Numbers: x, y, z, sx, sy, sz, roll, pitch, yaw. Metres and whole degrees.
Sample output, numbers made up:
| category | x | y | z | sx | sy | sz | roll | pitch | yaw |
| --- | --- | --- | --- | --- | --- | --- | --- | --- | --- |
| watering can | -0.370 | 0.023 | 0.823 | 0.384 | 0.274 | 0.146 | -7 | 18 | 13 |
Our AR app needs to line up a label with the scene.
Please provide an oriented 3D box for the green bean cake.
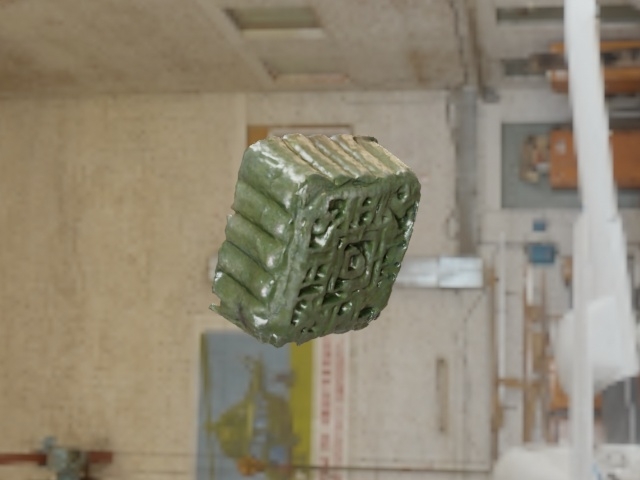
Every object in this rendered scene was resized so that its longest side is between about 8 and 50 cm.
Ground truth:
| category | x | y | z | sx | sy | sz | roll | pitch | yaw |
| --- | --- | --- | --- | --- | --- | --- | --- | --- | --- |
| green bean cake | 0.000 | 0.000 | 1.347 | 0.173 | 0.094 | 0.181 | -5 | -61 | -46 |
